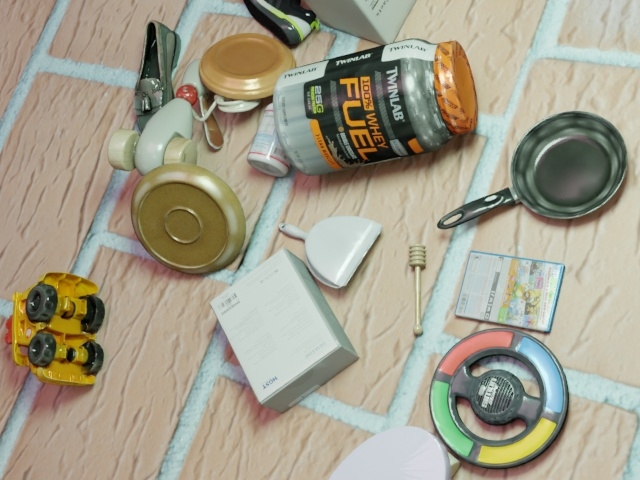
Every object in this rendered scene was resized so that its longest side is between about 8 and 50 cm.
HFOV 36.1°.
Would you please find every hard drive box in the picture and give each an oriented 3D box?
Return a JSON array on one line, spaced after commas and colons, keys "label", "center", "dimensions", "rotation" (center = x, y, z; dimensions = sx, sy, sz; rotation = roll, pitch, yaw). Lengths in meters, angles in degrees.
[{"label": "hard drive box", "center": [-0.068, 0.161, 1.770], "dimensions": [0.181, 0.089, 0.232], "rotation": [-36, 58, 10]}]

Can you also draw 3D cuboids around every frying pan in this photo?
[{"label": "frying pan", "center": [0.377, -0.079, 1.669], "dimensions": [0.326, 0.053, 0.197], "rotation": [-47, 57, 5]}]

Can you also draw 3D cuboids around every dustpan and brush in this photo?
[{"label": "dustpan and brush", "center": [0.000, 0.000, 1.828], "dimensions": [0.211, 0.060, 0.147], "rotation": [26, 72, 26]}]

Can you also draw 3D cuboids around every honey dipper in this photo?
[{"label": "honey dipper", "center": [0.169, 0.086, 1.720], "dimensions": [0.030, 0.030, 0.161], "rotation": [-5, 71, 24]}]

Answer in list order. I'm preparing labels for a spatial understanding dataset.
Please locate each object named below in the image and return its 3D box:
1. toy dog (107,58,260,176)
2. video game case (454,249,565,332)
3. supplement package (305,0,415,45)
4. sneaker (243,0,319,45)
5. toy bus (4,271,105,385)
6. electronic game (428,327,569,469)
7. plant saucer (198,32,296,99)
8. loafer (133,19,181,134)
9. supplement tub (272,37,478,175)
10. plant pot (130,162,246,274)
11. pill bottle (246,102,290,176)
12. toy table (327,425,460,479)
[{"label": "toy dog", "center": [-0.285, -0.212, 1.994], "dimensions": [0.220, 0.161, 0.333], "rotation": [31, 55, 25]}, {"label": "video game case", "center": [0.318, 0.084, 1.653], "dimensions": [0.166, 0.015, 0.119], "rotation": [9, 73, 29]}, {"label": "supplement package", "center": [0.053, -0.533, 1.869], "dimensions": [0.177, 0.293, 0.175], "rotation": [26, 83, 32]}, {"label": "sneaker", "center": [-0.085, -0.494, 2.061], "dimensions": [0.097, 0.084, 0.235], "rotation": [-38, 62, -9]}, {"label": "toy bus", "center": [-0.557, 0.196, 1.977], "dimensions": [0.211, 0.149, 0.220], "rotation": [-20, 64, 33]}, {"label": "electronic game", "center": [0.285, 0.252, 1.582], "dimensions": [0.229, 0.048, 0.229], "rotation": [-10, 66, 23]}, {"label": "plant saucer", "center": [-0.149, -0.362, 1.995], "dimensions": [0.199, 0.037, 0.200], "rotation": [0, 48, 0]}, {"label": "loafer", "center": [-0.368, -0.350, 2.128], "dimensions": [0.096, 0.084, 0.268], "rotation": [-5, 68, 25]}, {"label": "supplement tub", "center": [0.101, -0.244, 1.780], "dimensions": [0.337, 0.207, 0.207], "rotation": [-11, 66, 23]}, {"label": "plant pot", "center": [-0.260, -0.034, 1.882], "dimensions": [0.236, 0.236, 0.032], "rotation": [-13, 22, 21]}, {"label": "pill bottle", "center": [-0.080, -0.213, 1.928], "dimensions": [0.087, 0.087, 0.160], "rotation": [13, 76, 30]}, {"label": "toy table", "center": [0.115, 0.426, 1.530], "dimensions": [0.274, 0.161, 0.252], "rotation": [-42, 58, 6]}]
